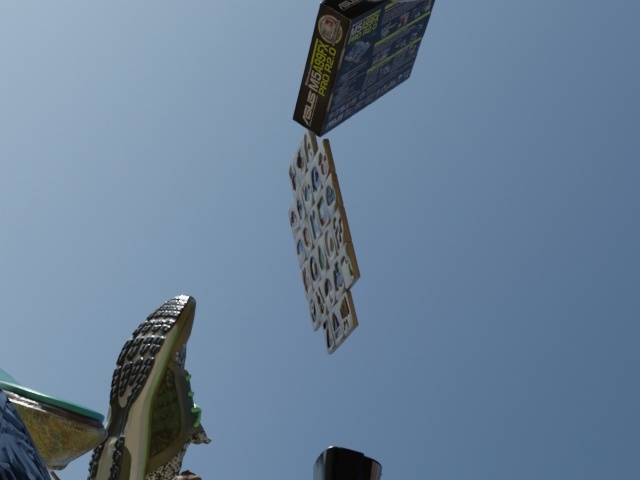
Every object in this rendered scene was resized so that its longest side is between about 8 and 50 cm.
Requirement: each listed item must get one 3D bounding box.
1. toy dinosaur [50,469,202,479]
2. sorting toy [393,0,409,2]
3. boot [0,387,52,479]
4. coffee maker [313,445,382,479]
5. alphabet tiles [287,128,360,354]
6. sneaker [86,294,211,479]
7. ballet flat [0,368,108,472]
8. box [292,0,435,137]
[{"bbox_3d":[-0.242,0.325,1.143,0.112,0.211,0.064,49,-61,44],"label":"toy dinosaur"},{"bbox_3d":[0.066,-0.431,1.232,0.257,0.255,0.089,38,-62,11],"label":"sorting toy"},{"bbox_3d":[-0.233,0.124,0.376,0.094,0.207,0.246,58,-9,21],"label":"boot"},{"bbox_3d":[0.026,0.454,1.605,0.171,0.178,0.120,35,-53,-26],"label":"coffee maker"},{"bbox_3d":[0.000,0.000,1.501,0.285,0.011,0.343,120,-40,-64],"label":"alphabet tiles"},{"bbox_3d":[-0.273,0.301,1.631,0.158,0.182,0.411,0,-109,54],"label":"sneaker"},{"bbox_3d":[-0.332,0.194,0.957,0.348,0.123,0.123,7,-70,49],"label":"ballet flat"},{"bbox_3d":[0.077,-0.309,1.452,0.060,0.270,0.216,34,-43,19],"label":"box"}]
